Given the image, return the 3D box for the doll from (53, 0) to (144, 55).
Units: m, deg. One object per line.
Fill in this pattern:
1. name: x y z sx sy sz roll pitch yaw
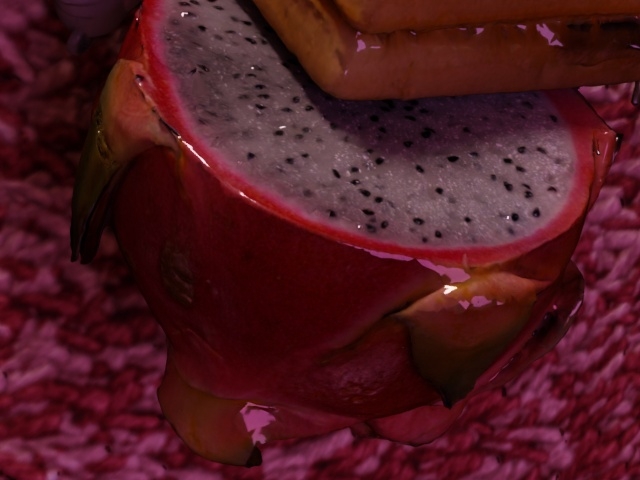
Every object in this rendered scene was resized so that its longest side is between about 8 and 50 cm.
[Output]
1. doll: -0.118 -0.192 1.115 0.094 0.079 0.180 0 102 -68

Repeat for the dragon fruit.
1. dragon fruit: 0.000 0.000 1.131 0.305 0.305 0.226 -8 137 -33

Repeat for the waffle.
1. waffle: 0.098 -0.182 1.151 0.327 0.224 0.098 -5 135 -37

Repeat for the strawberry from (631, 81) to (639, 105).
1. strawberry: 0.330 -0.195 1.326 0.292 0.292 0.343 3 117 -36
